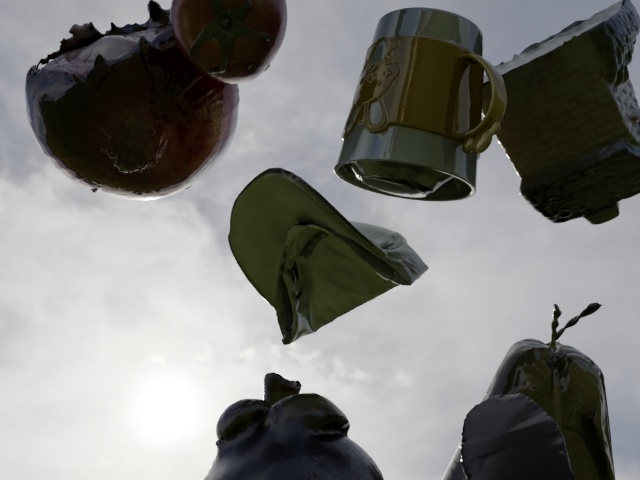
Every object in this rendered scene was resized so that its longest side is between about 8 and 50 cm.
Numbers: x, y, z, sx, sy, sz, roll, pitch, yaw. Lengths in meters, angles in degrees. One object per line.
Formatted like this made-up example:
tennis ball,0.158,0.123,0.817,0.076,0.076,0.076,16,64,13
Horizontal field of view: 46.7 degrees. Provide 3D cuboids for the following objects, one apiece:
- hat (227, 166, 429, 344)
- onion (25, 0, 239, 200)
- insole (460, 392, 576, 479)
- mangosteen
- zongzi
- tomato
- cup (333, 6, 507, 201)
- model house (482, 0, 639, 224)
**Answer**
hat,0.001,0.007,1.170,0.258,0.168,0.301,-30,-72,31
onion,-0.301,-0.217,1.228,0.341,0.341,0.341,-3,-46,-3
insole,0.206,0.238,0.733,0.111,0.328,0.007,-25,-74,4
mangosteen,-0.038,0.310,0.902,0.233,0.287,0.287,21,-49,2
zongzi,0.460,0.391,1.207,0.467,0.218,0.499,26,-93,3
tomato,-0.121,-0.307,1.017,0.167,0.167,0.167,-3,-46,-3
cup,0.142,-0.170,0.949,0.185,0.226,0.241,17,-12,-36
model house,0.393,-0.179,1.122,0.243,0.298,0.284,-19,-77,34
